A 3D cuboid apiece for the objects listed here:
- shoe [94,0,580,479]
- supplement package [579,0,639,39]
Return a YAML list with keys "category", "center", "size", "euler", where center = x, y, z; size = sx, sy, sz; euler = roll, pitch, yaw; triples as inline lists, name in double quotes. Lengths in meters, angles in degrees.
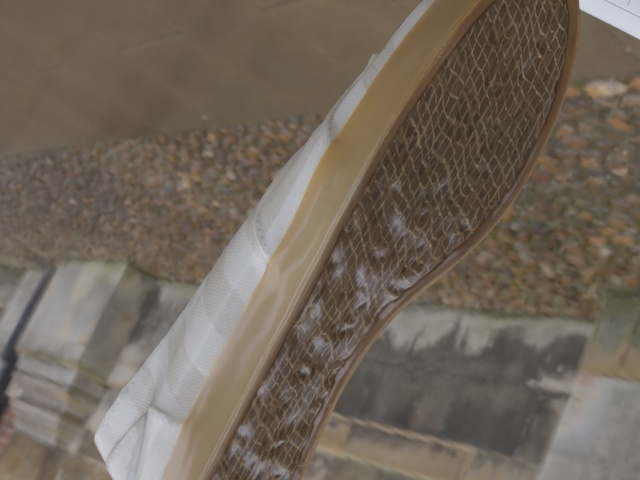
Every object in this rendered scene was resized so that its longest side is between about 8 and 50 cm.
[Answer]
- category: "shoe"
  center: [0.000, 0.000, 0.348]
  size: [0.058, 0.219, 0.077]
  euler: [37, -174, 40]
- category: "supplement package"
  center: [0.286, -0.153, 0.525]
  size: [0.199, 0.198, 0.263]
  euler: [-1, -149, -40]
